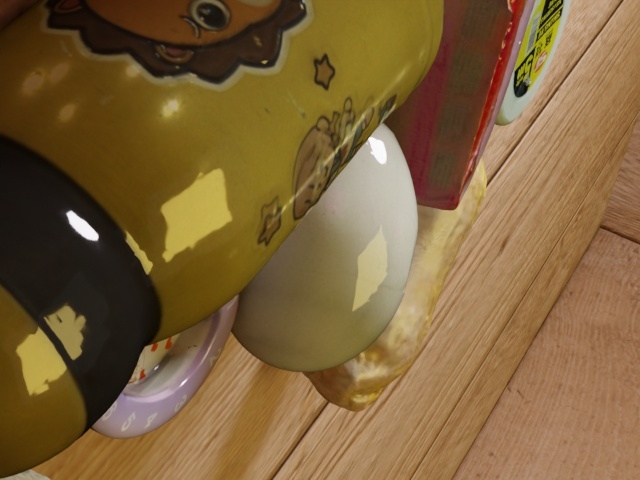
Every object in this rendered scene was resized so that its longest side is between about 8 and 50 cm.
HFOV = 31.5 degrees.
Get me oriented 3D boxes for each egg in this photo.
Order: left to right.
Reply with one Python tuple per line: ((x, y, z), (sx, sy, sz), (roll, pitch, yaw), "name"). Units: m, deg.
((0.000, 0.000, 0.875), (0.209, 0.151, 0.151), (-70, 162, 8), "egg")

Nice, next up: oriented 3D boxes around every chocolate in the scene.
((0.068, 0.019, 1.139), (0.309, 0.134, 0.134), (-68, 162, -6), "chocolate")

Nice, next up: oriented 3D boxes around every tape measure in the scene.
((0.230, -0.274, 1.253), (0.351, 0.097, 0.215), (-46, 152, -39), "tape measure")

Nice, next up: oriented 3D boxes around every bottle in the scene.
((-0.088, -0.040, 0.540), (0.351, 0.171, 0.172), (-52, 158, -36), "bottle")

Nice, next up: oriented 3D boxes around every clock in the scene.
((-0.120, 0.048, 0.738), (0.172, 0.064, 0.198), (-51, 157, -38), "clock")

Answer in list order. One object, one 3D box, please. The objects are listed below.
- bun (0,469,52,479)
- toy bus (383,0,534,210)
((-0.192, 0.198, 0.522), (0.220, 0.134, 0.220), (-28, 157, -13), "bun")
((0.093, -0.179, 0.918), (0.127, 0.147, 0.303), (-56, 164, -59), "toy bus")
